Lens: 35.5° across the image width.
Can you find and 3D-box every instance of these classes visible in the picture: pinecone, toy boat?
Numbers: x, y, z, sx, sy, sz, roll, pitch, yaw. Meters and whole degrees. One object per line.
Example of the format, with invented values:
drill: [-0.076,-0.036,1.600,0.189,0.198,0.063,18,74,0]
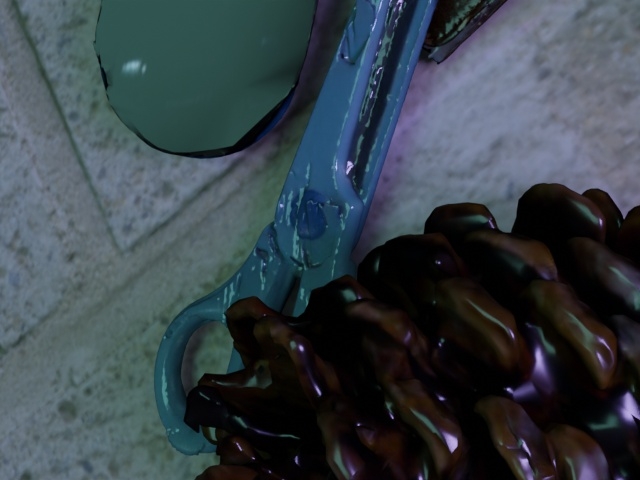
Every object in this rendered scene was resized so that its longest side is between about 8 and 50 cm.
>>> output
pinecone: [0.073,0.094,0.430,0.224,0.272,0.224,40,141,44]
toy boat: [-0.053,-0.201,0.622,0.134,0.092,0.299,13,104,4]

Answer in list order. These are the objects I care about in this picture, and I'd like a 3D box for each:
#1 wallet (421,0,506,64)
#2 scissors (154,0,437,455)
wallet: [0.113,-0.214,0.536,0.232,0.031,0.122,-43,70,28]
scissors: [0.000,0.000,0.588,0.180,0.032,0.393,29,108,30]
